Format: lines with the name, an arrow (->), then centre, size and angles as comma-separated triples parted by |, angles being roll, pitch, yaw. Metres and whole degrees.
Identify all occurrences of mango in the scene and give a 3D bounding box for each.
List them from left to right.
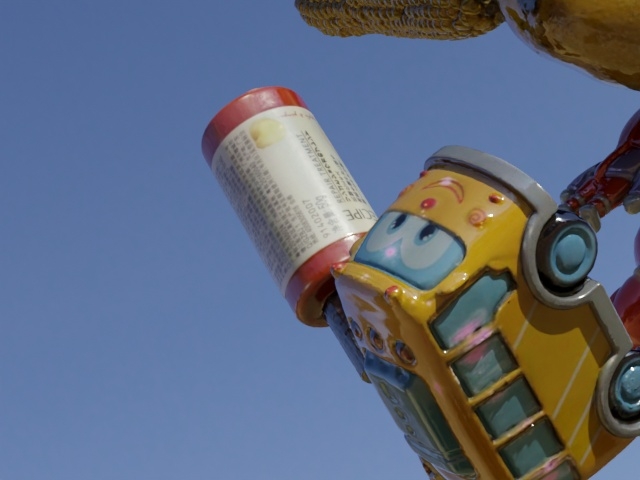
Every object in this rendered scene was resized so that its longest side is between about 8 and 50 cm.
mango -> 0.293, -0.197, 1.431 | 0.316, 0.193, 0.146 | 6, -52, -19

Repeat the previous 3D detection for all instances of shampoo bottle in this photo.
shampoo bottle -> 0.000, 0.000, 1.508 | 0.104, 0.278, 0.104 | -23, -29, -14

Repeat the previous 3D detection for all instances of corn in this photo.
corn -> 0.080, -0.228, 1.588 | 0.102, 0.313, 0.102 | -7, -77, -32

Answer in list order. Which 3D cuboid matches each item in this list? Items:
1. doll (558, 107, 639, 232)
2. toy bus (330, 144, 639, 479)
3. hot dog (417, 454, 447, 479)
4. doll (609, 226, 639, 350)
doll -> 0.288, -0.079, 1.485 | 0.227, 0.102, 0.075 | -37, -67, -27
toy bus -> 0.097, 0.059, 1.029 | 0.136, 0.126, 0.209 | -40, -60, -17
hot dog -> 0.096, 0.176, 1.557 | 0.034, 0.090, 0.030 | -2, -24, -2
doll -> 0.442, 0.010, 1.978 | 0.363, 0.160, 0.182 | -45, -21, -1
